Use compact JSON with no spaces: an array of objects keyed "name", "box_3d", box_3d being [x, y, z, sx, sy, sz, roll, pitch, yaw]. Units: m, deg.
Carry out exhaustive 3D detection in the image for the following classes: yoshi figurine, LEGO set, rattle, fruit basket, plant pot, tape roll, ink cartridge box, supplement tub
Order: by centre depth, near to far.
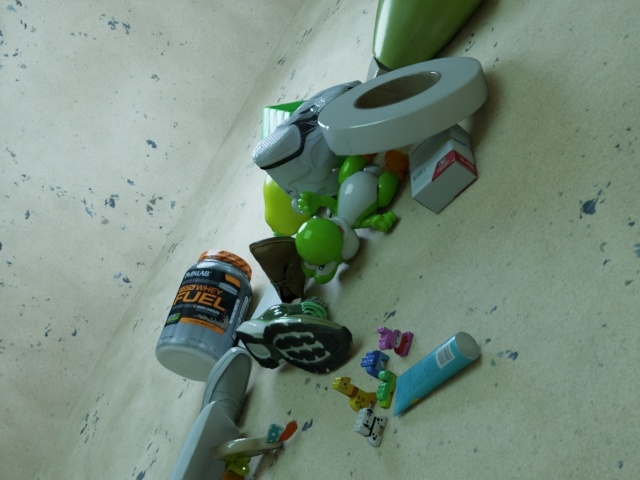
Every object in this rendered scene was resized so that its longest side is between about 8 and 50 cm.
[{"name":"LEGO set","box_3d":[0.083,0.260,1.519,0.087,0.093,0.227,-25,39,54]},{"name":"rattle","box_3d":[-0.133,0.475,1.731,0.200,0.130,0.142,-16,51,20]},{"name":"ink cartridge box","box_3d":[0.259,-0.163,1.741,0.127,0.072,0.175,-44,25,32]},{"name":"tape roll","box_3d":[0.182,-0.308,1.838,0.392,0.072,0.392,-18,23,8]},{"name":"yoshi figurine","box_3d":[0.058,-0.071,1.895,0.362,0.203,0.203,-62,28,-2]},{"name":"plant pot","box_3d":[0.256,-0.594,2.124,0.274,0.275,0.293,-92,25,-55]},{"name":"plant pot","box_3d":[0.177,-0.429,2.239,0.096,0.109,0.109,-62,19,24]},{"name":"fruit basket","box_3d":[-0.038,-0.198,2.277,0.392,0.283,0.392,167,90,-75]},{"name":"supplement tub","box_3d":[-0.315,0.206,2.287,0.207,0.207,0.338,-33,33,47]}]

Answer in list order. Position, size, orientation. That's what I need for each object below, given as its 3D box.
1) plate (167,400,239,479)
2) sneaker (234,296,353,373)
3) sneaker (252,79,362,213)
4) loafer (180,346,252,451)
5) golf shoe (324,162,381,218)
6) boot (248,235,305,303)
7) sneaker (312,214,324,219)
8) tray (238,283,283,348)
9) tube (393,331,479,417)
[{"name":"plate","box_3d":[-0.271,0.510,1.788,0.278,0.045,0.277,78,-148,-62]},{"name":"sneaker","box_3d":[-0.043,0.184,1.854,0.182,0.158,0.410,-48,21,-26]},{"name":"sneaker","box_3d":[0.008,-0.235,2.037,0.366,0.210,0.137,-44,25,-26]},{"name":"loafer","box_3d":[-0.240,0.418,1.990,0.111,0.112,0.319,4,71,60]},{"name":"golf shoe","box_3d":[0.091,-0.118,2.072,0.186,0.067,0.086,-42,58,24]},{"name":"boot","box_3d":[-0.088,0.071,1.955,0.112,0.305,0.115,-12,70,10]},{"name":"sneaker","box_3d":[0.000,0.000,2.097,0.083,0.071,0.190,-60,13,12]},{"name":"tray","box_3d":[-0.124,0.173,2.163,0.270,0.030,0.145,-62,23,-11]},{"name":"tube","box_3d":[0.188,0.229,1.407,0.207,0.052,0.080,-46,19,40]}]
